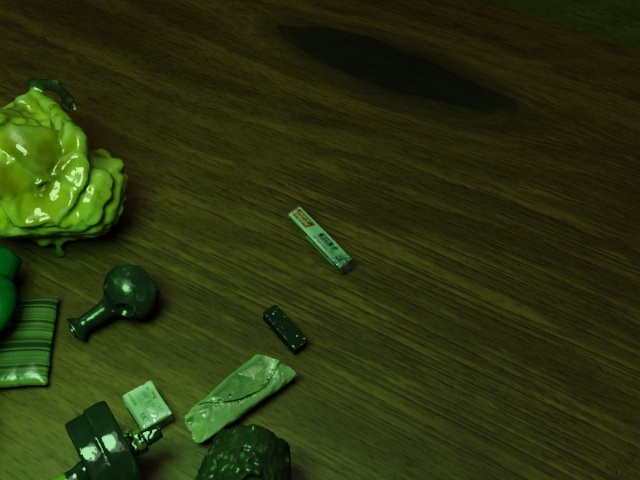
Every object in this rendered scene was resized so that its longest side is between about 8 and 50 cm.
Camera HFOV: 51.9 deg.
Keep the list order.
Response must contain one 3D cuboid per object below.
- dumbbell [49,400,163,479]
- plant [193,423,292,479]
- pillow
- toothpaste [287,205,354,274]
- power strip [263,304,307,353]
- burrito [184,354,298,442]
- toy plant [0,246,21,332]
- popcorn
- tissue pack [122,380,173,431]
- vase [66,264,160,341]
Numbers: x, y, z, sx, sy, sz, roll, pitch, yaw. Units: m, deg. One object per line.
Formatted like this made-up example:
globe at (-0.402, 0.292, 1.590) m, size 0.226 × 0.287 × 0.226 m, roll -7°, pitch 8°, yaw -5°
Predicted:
dumbbell at (-0.426, 0.396, 1.018) m, size 0.388 × 0.185 × 0.185 m, roll -27°, pitch 56°, yaw -25°
plant at (-0.131, 0.437, 1.030) m, size 0.146 × 0.149 × 0.274 m, roll 30°, pitch 46°, yaw -29°
pillow at (-0.573, 0.194, 1.273) m, size 0.113 × 0.038 × 0.203 m, roll -3°, pitch 51°, yaw -8°
toothpaste at (0.000, 0.000, 1.493) m, size 0.040 × 0.047 × 0.196 m, roll -36°, pitch 60°, yaw -14°
power strip at (-0.073, 0.180, 1.337) m, size 0.038 × 0.029 × 0.111 m, roll -29°, pitch 60°, yaw -28°
burrito at (-0.152, 0.285, 1.217) m, size 0.226 × 0.060 × 0.087 m, roll -34°, pitch 65°, yaw -31°
toy plant at (-0.671, 0.126, 1.259) m, size 0.233 × 0.112 × 0.243 m, roll -24°, pitch 45°, yaw 16°
popcorn at (-0.578, -0.158, 1.373) m, size 0.349 × 0.349 × 0.381 m, roll 0°, pitch 86°, yaw -5°
tissue pack at (-0.314, 0.305, 1.197) m, size 0.062 × 0.042 × 0.083 m, roll -29°, pitch 57°, yaw -25°
vase at (-0.413, 0.129, 1.305) m, size 0.183 × 0.120 × 0.120 m, roll -35°, pitch 59°, yaw -12°
